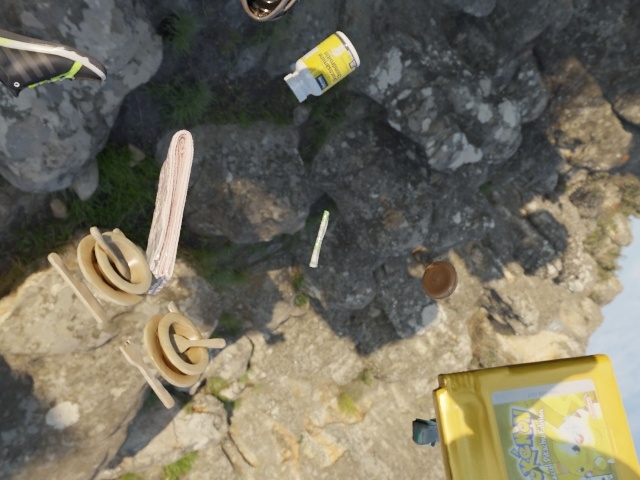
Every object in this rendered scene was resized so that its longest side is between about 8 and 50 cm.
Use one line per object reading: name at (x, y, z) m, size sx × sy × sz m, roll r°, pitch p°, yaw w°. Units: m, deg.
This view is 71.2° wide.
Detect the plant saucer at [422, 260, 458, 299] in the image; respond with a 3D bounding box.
plant saucer at (0.248, 0.083, 0.938) m, size 0.013 × 0.083 × 0.083 m, roll 22°, pitch 124°, yaw -39°

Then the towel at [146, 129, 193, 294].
towel at (-0.360, -0.045, 1.027) m, size 0.053 × 0.317 × 0.332 m, roll 12°, pitch 162°, yaw -23°

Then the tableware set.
tableware set at (-0.178, 0.068, 0.479) m, size 0.039 × 0.194 × 0.128 m, roll -32°, pitch -171°, yaw 10°

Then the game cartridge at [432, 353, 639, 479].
game cartridge at (0.373, 0.359, 0.771) m, size 0.323 × 0.285 × 0.053 m, roll -6°, pitch 166°, yaw -5°

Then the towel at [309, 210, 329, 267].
towel at (0.000, 0.000, 1.215) m, size 0.113 × 0.023 × 0.152 m, roll 119°, pitch -13°, yaw -86°

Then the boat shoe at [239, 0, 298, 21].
boat shoe at (-0.008, -0.428, 0.548) m, size 0.132 × 0.130 × 0.355 m, roll 16°, pitch 137°, yaw -17°

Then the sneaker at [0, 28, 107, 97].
sneaker at (-0.486, -0.282, 0.742) m, size 0.234 × 0.084 × 0.097 m, roll 4°, pitch 97°, yaw -35°

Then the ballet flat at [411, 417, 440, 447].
ballet flat at (0.296, 0.492, 1.146) m, size 0.072 × 0.068 × 0.213 m, roll -5°, pitch 161°, yaw 41°

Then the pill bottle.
pill bottle at (0.001, -0.442, 1.153) m, size 0.184 × 0.103 × 0.103 m, roll -35°, pitch 164°, yaw 6°
